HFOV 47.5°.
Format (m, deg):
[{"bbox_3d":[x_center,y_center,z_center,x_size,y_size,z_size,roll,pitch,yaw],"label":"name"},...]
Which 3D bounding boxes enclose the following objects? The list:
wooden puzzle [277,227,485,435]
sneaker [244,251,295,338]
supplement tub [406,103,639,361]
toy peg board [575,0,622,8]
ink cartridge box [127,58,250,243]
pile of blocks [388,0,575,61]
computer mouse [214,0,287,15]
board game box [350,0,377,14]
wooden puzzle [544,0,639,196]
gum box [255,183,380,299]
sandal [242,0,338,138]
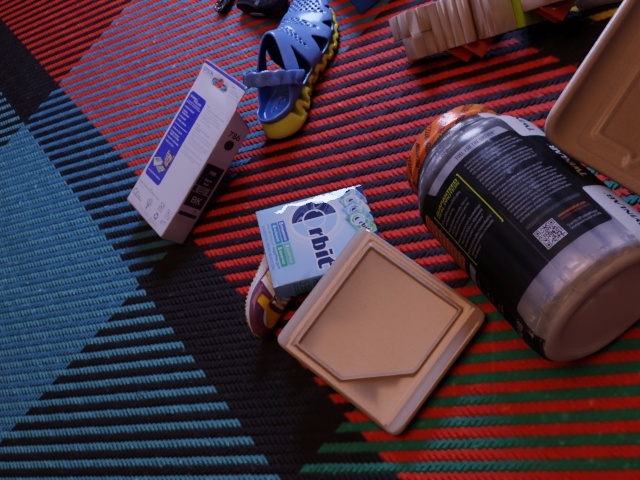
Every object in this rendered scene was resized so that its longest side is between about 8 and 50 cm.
[{"bbox_3d":[0.086,0.130,1.071,0.239,0.044,0.221,36,87,22],"label":"wooden puzzle"},{"bbox_3d":[-0.063,0.074,1.209,0.084,0.069,0.185,2,68,34],"label":"sneaker"},{"bbox_3d":[0.268,-0.025,0.958,0.207,0.207,0.338,-41,51,8],"label":"supplement tub"},{"bbox_3d":[0.482,-0.466,1.141,0.161,0.079,0.160,-1,65,33],"label":"toy peg board"},{"bbox_3d":[-0.246,-0.174,1.423,0.165,0.065,0.332,42,105,41],"label":"ink cartridge box"},{"bbox_3d":[0.288,-0.370,1.217,0.362,0.149,0.112,-6,105,40],"label":"pile of blocks"},{"bbox_3d":[-0.118,-0.573,1.603,0.262,0.060,0.184,18,80,50],"label":"computer mouse"},{"bbox_3d":[0.124,-0.655,1.469,0.302,0.086,0.308,-36,51,11],"label":"board game box"},{"bbox_3d":[0.499,-0.169,0.897,0.348,0.080,0.322,34,88,7],"label":"wooden puzzle"},{"bbox_3d":[0.000,0.000,1.182,0.185,0.041,0.156,-16,54,-2],"label":"gum box"},{"bbox_3d":[-0.060,-0.360,1.399,0.126,0.138,0.317,-1,63,35],"label":"sandal"}]
